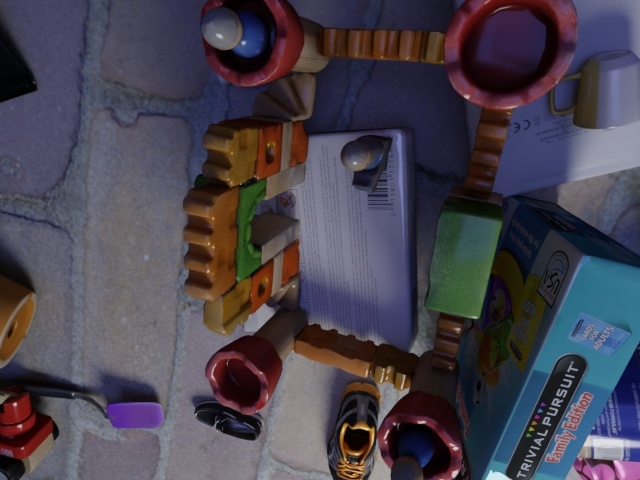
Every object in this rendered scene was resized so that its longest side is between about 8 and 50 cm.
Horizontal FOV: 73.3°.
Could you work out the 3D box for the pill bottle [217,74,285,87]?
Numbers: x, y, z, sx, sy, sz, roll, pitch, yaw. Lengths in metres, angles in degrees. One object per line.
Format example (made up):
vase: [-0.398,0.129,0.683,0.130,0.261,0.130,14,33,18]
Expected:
pill bottle: [-0.089,-0.223,0.556,0.083,0.043,0.043,-4,107,10]

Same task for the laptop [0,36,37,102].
laptop: [-0.552,-0.332,0.605,0.234,0.136,0.264,-12,80,11]

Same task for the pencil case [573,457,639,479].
pencil case: [0.467,0.288,0.618,0.209,0.095,0.098,-26,138,13]

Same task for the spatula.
spatula: [-0.429,0.293,0.780,0.297,0.030,0.084,12,126,6]

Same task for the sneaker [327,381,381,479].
sneaker: [0.051,0.339,0.699,0.084,0.083,0.214,5,110,5]

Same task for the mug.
mug: [0.282,-0.151,0.432,0.078,0.062,0.064,-15,119,5]

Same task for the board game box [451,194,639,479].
board game box: [0.229,0.134,0.515,0.079,0.254,0.336,14,109,4]

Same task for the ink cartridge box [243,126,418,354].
ink cartridge box: [0.000,0.000,0.605,0.261,0.066,0.296,3,109,23]

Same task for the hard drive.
hard drive: [0.257,-0.202,0.455,0.210,0.040,0.318,-13,127,12]

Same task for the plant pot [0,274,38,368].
plant pot: [-0.571,0.113,0.668,0.188,0.205,0.205,19,110,-14]

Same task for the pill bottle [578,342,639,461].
pill bottle: [0.435,0.194,0.531,0.265,0.153,0.153,-7,107,24]

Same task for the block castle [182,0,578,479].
block castle: [0.028,0.000,0.434,0.303,0.213,0.453,13,113,19]

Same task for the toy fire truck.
toy fire truck: [-0.598,0.292,0.735,0.217,0.158,0.246,10,111,5]

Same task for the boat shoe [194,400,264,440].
boat shoe: [-0.162,0.315,0.745,0.125,0.038,0.046,16,109,3]
